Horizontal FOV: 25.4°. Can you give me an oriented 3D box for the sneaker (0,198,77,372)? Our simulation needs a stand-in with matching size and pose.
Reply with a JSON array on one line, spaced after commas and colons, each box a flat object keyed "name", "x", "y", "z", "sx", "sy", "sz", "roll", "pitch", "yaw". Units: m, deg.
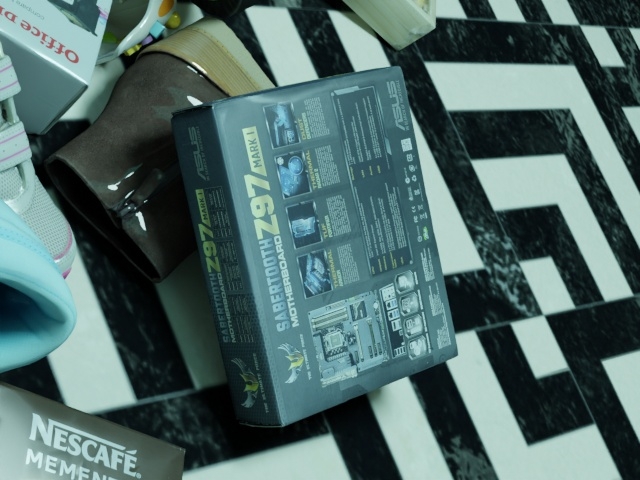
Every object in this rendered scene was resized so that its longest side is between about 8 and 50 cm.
[{"name": "sneaker", "x": -0.255, "y": 0.036, "z": 0.658, "sx": 0.150, "sy": 0.135, "sz": 0.366, "roll": 34, "pitch": 29, "yaw": 23}]

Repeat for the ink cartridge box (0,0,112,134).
[{"name": "ink cartridge box", "x": -0.219, "y": -0.182, "z": 1.024, "sx": 0.127, "sy": 0.072, "sz": 0.175, "roll": 31, "pitch": 44, "yaw": -27}]

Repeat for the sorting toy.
[{"name": "sorting toy", "x": -0.152, "y": -0.158, "z": 1.081, "sx": 0.045, "sy": 0.083, "sz": 0.075, "roll": 59, "pitch": 40, "yaw": -25}]

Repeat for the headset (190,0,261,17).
[{"name": "headset", "x": -0.142, "y": -0.333, "z": 1.035, "sx": 0.185, "sy": 0.394, "sz": 0.243, "roll": -30, "pitch": 44, "yaw": -18}]

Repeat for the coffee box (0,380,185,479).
[{"name": "coffee box", "x": -0.164, "y": 0.217, "z": 0.767, "sx": 0.141, "sy": 0.098, "sz": 0.246, "roll": 26, "pitch": 47, "yaw": -31}]

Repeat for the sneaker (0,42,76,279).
[{"name": "sneaker", "x": -0.238, "y": -0.075, "z": 0.895, "sx": 0.252, "sy": 0.111, "sz": 0.103, "roll": 51, "pitch": 39, "yaw": -5}]

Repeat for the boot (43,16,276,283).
[{"name": "boot", "x": -0.070, "y": -0.032, "z": 1.081, "sx": 0.248, "sy": 0.090, "sz": 0.207, "roll": 46, "pitch": 52, "yaw": -12}]

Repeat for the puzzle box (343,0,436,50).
[{"name": "puzzle box", "x": 0.018, "y": -0.415, "z": 1.420, "sx": 0.272, "sy": 0.052, "sz": 0.409, "roll": 37, "pitch": 41, "yaw": -33}]

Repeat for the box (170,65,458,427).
[{"name": "box", "x": 0.000, "y": 0.000, "z": 1.040, "sx": 0.183, "sy": 0.059, "sz": 0.233, "roll": -18, "pitch": 97, "yaw": -40}]
